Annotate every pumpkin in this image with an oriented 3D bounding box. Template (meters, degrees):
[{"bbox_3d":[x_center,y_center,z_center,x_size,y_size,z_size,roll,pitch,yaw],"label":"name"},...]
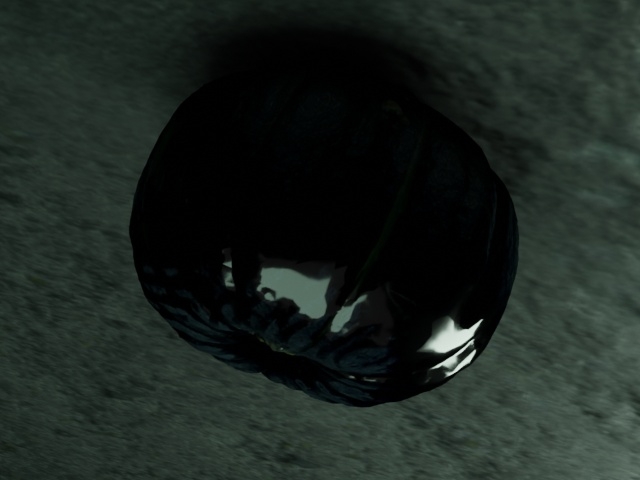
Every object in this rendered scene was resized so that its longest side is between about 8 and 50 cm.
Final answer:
[{"bbox_3d":[0.000,0.000,1.286,0.364,0.266,0.363,14,156,6],"label":"pumpkin"}]
